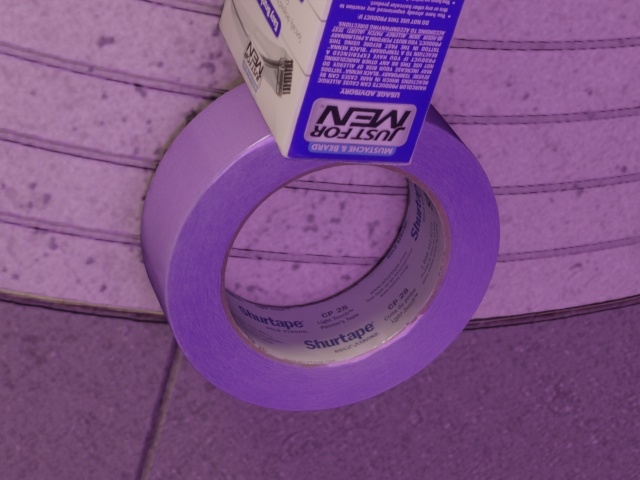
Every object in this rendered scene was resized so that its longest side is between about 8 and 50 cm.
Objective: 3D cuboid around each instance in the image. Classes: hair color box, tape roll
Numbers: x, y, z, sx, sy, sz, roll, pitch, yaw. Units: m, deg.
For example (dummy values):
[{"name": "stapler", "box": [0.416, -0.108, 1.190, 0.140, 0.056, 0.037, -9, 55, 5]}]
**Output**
[{"name": "hair color box", "box": [0.035, -0.241, 1.200, 0.110, 0.185, 0.338, 3, 126, -24]}, {"name": "tape roll", "box": [0.000, 0.000, 1.397, 0.275, 0.090, 0.274, -10, 123, -16]}]
